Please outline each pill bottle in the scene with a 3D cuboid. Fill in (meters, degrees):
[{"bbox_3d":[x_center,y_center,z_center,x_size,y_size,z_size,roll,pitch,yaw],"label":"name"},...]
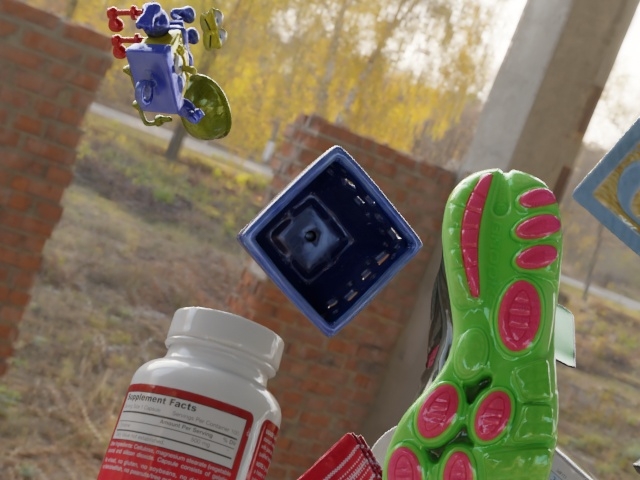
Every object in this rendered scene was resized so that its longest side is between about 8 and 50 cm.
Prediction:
[{"bbox_3d":[-0.188,0.313,1.345,0.229,0.407,0.229,14,-21,6],"label":"pill bottle"}]

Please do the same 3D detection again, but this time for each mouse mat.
[{"bbox_3d":[0.292,0.105,1.338,0.153,0.007,0.189,28,25,3],"label":"mouse mat"}]

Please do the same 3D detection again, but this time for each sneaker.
[{"bbox_3d":[0.199,0.160,1.121,0.185,0.482,0.202,12,-15,16],"label":"sneaker"}]

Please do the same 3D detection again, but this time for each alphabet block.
[{"bbox_3d":[0.533,-0.101,1.405,0.193,0.192,0.197,45,48,10],"label":"alphabet block"}]

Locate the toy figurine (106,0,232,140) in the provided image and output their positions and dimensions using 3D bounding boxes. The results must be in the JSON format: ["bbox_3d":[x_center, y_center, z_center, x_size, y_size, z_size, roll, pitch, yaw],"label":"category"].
[{"bbox_3d":[-0.257,-0.252,1.443,0.191,0.362,0.217,3,42,9],"label":"toy figurine"}]

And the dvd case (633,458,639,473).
[{"bbox_3d":[0.750,0.413,1.868,0.029,0.179,0.239,58,-15,1],"label":"dvd case"}]

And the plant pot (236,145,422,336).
[{"bbox_3d":[0.000,0.000,1.649,0.236,0.236,0.212,48,-9,-10],"label":"plant pot"}]

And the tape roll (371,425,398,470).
[{"bbox_3d":[0.236,0.573,2.222,0.286,0.286,0.100,22,-22,8],"label":"tape roll"}]

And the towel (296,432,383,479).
[{"bbox_3d":[0.045,0.458,1.470,0.031,0.199,0.275,36,15,-47],"label":"towel"}]

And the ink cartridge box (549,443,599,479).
[{"bbox_3d":[0.322,0.530,1.528,0.308,0.385,0.091,41,6,-15],"label":"ink cartridge box"}]
